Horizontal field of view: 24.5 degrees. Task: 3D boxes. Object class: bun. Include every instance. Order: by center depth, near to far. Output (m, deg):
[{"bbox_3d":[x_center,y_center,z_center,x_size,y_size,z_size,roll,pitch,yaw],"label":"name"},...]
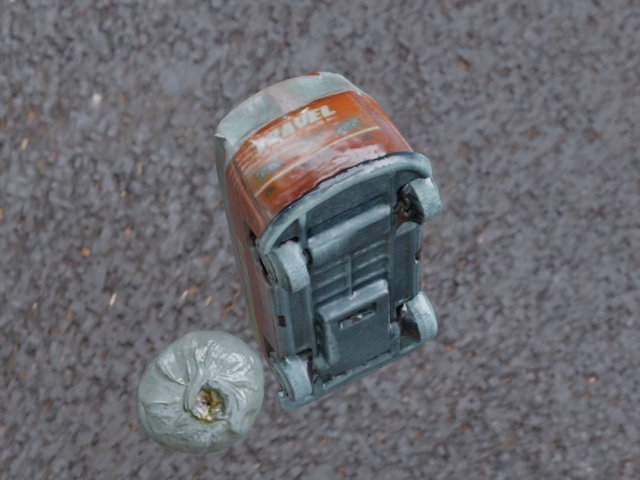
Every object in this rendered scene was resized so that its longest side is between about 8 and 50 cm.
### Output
[{"bbox_3d":[-0.072,0.095,0.906,0.083,0.045,0.083,-2,100,-13],"label":"bun"}]

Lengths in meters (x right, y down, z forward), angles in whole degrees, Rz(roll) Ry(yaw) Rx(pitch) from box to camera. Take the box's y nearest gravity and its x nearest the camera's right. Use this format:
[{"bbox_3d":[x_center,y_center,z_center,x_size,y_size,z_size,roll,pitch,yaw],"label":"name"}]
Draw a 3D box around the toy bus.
[{"bbox_3d":[0.000,0.000,0.936,0.121,0.265,0.119,-26,62,-10],"label":"toy bus"}]
